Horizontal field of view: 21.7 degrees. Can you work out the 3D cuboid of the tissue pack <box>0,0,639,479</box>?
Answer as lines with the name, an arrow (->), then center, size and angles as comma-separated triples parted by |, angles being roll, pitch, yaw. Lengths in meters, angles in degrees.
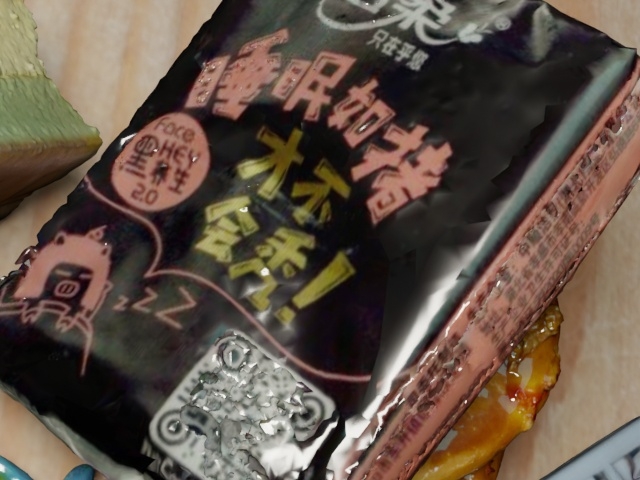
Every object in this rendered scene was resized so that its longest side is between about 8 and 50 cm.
tissue pack -> 0.000, 0.000, 0.875 | 0.245, 0.123, 0.332 | 31, 78, 27

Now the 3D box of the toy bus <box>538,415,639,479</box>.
toy bus -> 0.203, 0.192, 1.057 | 0.329, 0.109, 0.136 | -24, 74, -37

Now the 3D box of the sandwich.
sandwich -> -0.199, -0.064, 0.828 | 0.186, 0.220, 0.108 | -28, 86, -37

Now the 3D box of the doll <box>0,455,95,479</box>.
doll -> -0.158, 0.219, 0.770 | 0.341, 0.099, 0.346 | 43, 37, 3

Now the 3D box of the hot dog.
hot dog -> 0.057, 0.062, 0.990 | 0.153, 0.150, 0.257 | 17, 62, -16
